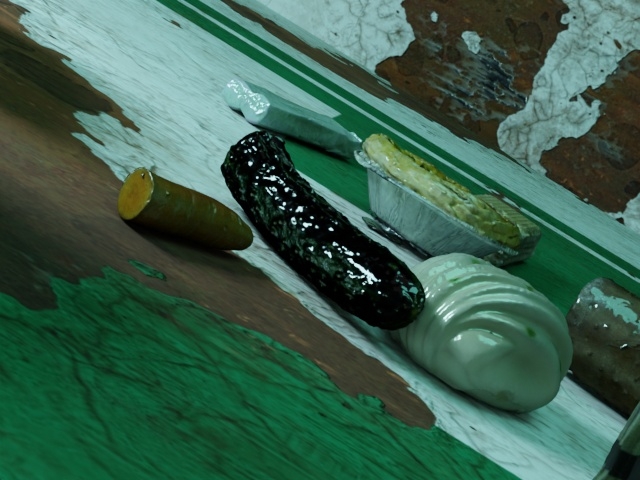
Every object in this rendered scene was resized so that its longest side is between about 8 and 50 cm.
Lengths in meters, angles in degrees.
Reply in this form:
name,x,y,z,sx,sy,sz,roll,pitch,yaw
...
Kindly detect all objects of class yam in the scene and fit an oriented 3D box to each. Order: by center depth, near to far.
name,x,y,z,sx,sy,sz,roll,pitch,yaw
yam,0.380,0.157,1.537,0.280,0.131,0.131,35,13,24

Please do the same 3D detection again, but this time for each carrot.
name,x,y,z,sx,sy,sz,roll,pitch,yaw
carrot,-0.109,-0.021,1.245,0.139,0.048,0.048,22,15,-47

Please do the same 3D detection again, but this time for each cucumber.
name,x,y,z,sx,sy,sz,roll,pitch,yaw
cucumber,0.000,0.000,1.347,0.072,0.081,0.303,9,26,-37

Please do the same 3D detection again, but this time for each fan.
name,x,y,z,sx,sy,sz,roll,pitch,yaw
fan,0.073,-0.016,1.762,0.056,0.004,0.083,30,11,-8

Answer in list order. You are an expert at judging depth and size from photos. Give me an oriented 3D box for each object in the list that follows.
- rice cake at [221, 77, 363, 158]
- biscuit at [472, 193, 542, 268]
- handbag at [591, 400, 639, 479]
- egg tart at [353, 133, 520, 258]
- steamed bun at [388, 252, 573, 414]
name,x,y,z,sx,sy,sz,roll,pitch,yaw
rice cake,-0.036,-0.164,2.008,0.226,0.040,0.085,17,19,-50
biscuit,0.238,-0.015,2.021,0.108,0.061,0.239,34,13,14
handbag,0.389,0.160,1.051,0.325,0.327,0.162,28,8,-21
egg tart,0.134,-0.037,1.766,0.234,0.094,0.234,31,8,-5
steamed bun,0.148,0.074,1.338,0.183,0.106,0.183,31,12,-7
